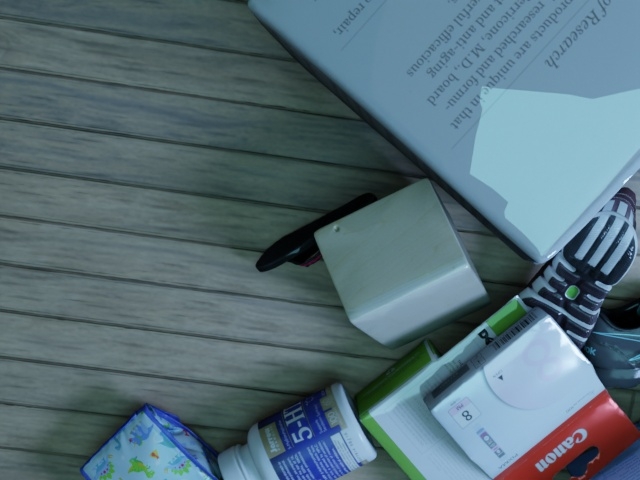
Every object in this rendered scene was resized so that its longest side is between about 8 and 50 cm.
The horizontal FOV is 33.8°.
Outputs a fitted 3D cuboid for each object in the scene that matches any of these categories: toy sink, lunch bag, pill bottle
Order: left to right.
[{"bbox_3d":[-0.217,0.301,1.375,0.129,0.096,0.151,-45,109,5],"label":"lunch bag"},{"bbox_3d":[-0.032,0.274,1.370,0.187,0.112,0.112,-28,100,2],"label":"pill bottle"},{"bbox_3d":[0.107,0.032,1.308,0.153,0.234,0.131,-26,71,9],"label":"toy sink"}]

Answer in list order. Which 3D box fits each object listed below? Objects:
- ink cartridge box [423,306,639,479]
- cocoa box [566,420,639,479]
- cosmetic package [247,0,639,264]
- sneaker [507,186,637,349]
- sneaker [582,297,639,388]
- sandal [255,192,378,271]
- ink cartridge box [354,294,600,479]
[{"bbox_3d":[0.272,0.226,1.309,0.189,0.066,0.232,-40,97,3],"label":"ink cartridge box"},{"bbox_3d":[0.539,0.328,1.346,0.347,0.231,0.228,-32,99,3],"label":"cocoa box"},{"bbox_3d":[0.196,-0.219,1.147,0.394,0.329,0.327,42,95,6],"label":"cosmetic package"},{"bbox_3d":[0.331,0.043,1.357,0.106,0.162,0.281,34,132,4],"label":"sneaker"},{"bbox_3d":[0.472,0.123,1.368,0.268,0.101,0.106,-8,111,-1],"label":"sneaker"},{"bbox_3d":[0.000,0.000,1.351,0.179,0.067,0.040,-29,111,0],"label":"sandal"},{"bbox_3d":[0.202,0.208,1.377,0.255,0.097,0.188,-39,100,4],"label":"ink cartridge box"}]
